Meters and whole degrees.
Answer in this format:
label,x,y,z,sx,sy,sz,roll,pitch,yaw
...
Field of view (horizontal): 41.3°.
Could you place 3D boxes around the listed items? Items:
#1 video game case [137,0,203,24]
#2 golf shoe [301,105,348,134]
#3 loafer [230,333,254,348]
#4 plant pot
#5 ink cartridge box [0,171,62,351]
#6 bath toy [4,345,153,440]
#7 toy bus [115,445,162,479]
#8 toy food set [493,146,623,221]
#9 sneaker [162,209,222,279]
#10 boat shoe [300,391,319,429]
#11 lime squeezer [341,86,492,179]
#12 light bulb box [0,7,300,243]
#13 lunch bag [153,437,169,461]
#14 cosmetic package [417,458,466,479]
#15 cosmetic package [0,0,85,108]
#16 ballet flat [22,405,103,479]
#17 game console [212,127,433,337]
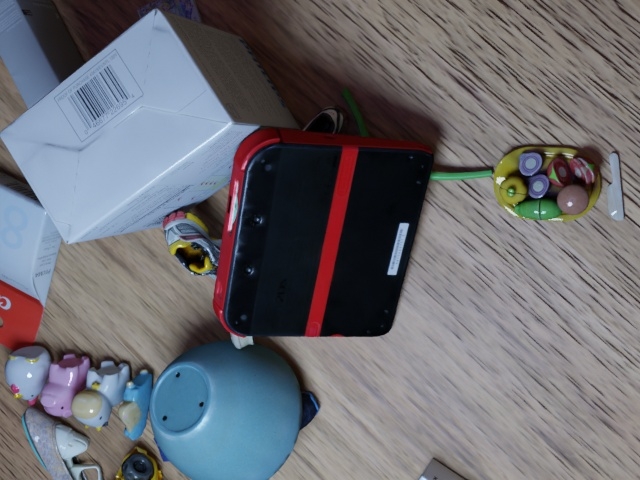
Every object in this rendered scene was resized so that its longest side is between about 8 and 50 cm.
label,x,y,z,sx,sy,sz,roll,pitch,yaw
video game case,-0.292,-0.432,1.650,0.122,0.011,0.087,-19,92,22
golf shoe,-0.027,-0.171,1.557,0.067,0.086,0.186,40,112,9
loafer,-0.104,0.076,1.592,0.092,0.102,0.268,13,82,3
plant pot,-0.206,0.313,1.589,0.290,0.195,0.290,-11,66,24
ink cartridge box,-0.738,0.040,1.861,0.308,0.091,0.385,24,106,15
bath toy,-0.526,0.322,1.803,0.348,0.151,0.129,10,108,22
toy bus,-0.349,0.571,1.776,0.211,0.220,0.149,23,123,-16
toy food set,0.395,-0.091,1.420,0.218,0.071,0.128,3,101,20
sneaker,-0.216,0.040,1.617,0.088,0.225,0.093,-33,42,23
boat shoe,-0.126,0.373,1.689,0.258,0.089,0.109,-39,85,22
lime squeezer,0.147,-0.151,1.522,0.310,0.059,0.110,31,76,13
light bulb box,-0.276,-0.189,1.482,0.358,0.361,0.225,-33,87,16
lunch bag,-0.300,0.417,1.768,0.098,0.067,0.065,-19,93,46
cosmetic package,0.291,0.633,1.576,0.377,0.097,0.284,32,111,12
cosmetic package,-0.568,-0.386,1.701,0.107,0.127,0.238,-31,89,22
ballet flat,-0.549,0.497,1.878,0.106,0.107,0.316,-22,97,3
game console,0.000,0.000,1.475,0.342,0.060,0.386,1,117,-21
